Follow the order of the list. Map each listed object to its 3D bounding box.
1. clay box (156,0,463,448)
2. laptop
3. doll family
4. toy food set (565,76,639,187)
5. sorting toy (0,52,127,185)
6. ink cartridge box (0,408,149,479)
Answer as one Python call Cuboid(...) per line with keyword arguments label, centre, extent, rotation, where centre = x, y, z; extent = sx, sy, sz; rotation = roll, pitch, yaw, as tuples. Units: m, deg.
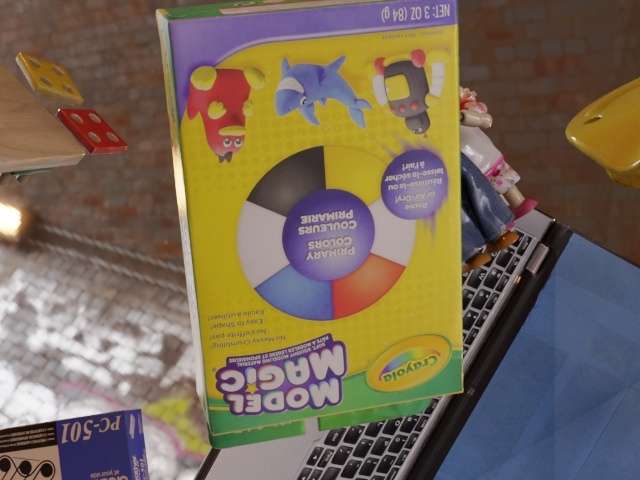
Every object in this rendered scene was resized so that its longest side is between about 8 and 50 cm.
Cuboid(label="clay box", centre=(0.000, 0.000, 0.498), extent=(0.053, 0.127, 0.222), rotation=(-129, -147, -68))
Cuboid(label="laptop", centre=(0.161, 0.171, 0.958), extent=(0.408, 0.382, 0.236), rotation=(22, 9, -44))
Cuboid(label="doll family", centre=(0.061, -0.037, 0.793), extent=(0.163, 0.263, 0.118), rotation=(52, -22, -6))
Cuboid(label="toy food set", centre=(0.261, -0.080, 0.638), extent=(0.128, 0.218, 0.071), rotation=(-93, 157, -75))
Cuboid(label="sorting toy", centre=(-0.258, -0.090, 0.785), extent=(0.132, 0.046, 0.274), rotation=(45, 21, 10))
Cuboid(label="ink cartridge box", centre=(-0.310, 0.263, 1.279), extent=(0.207, 0.097, 0.046), rotation=(-11, -9, 16))
